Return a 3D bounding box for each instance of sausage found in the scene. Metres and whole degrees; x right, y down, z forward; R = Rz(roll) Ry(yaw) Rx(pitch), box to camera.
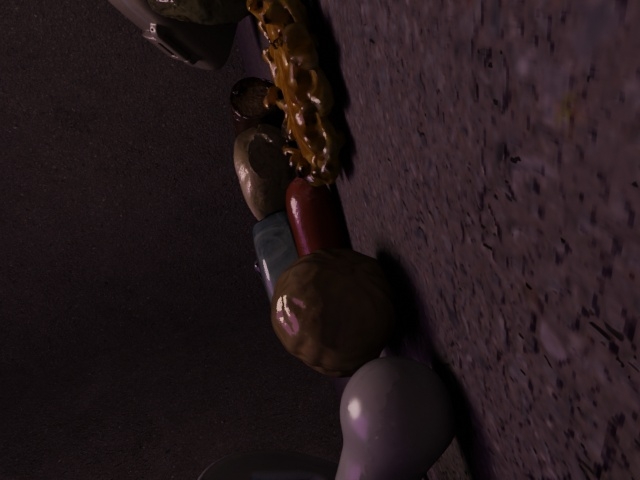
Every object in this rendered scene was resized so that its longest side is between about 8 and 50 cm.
[{"bbox_3d":[0.000,0.000,0.645,0.077,0.077,0.193,-130,26,-77],"label":"sausage"}]

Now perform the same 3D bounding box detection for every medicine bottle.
[{"bbox_3d":[-0.291,-0.533,0.963,0.375,0.123,0.281,12,-89,-77],"label":"medicine bottle"}]

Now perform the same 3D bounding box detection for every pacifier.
[{"bbox_3d":[0.046,0.204,0.358,0.300,0.244,0.232,20,96,56],"label":"pacifier"}]

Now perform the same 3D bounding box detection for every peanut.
[{"bbox_3d":[0.021,0.079,0.483,0.256,0.124,0.123,69,-177,-71],"label":"peanut"}]

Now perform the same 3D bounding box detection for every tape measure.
[{"bbox_3d":[-0.042,0.073,0.882,0.256,0.147,0.274,-157,50,-82],"label":"tape measure"}]

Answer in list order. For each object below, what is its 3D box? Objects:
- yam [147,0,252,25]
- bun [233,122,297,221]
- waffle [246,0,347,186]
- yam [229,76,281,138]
[{"bbox_3d":[-0.210,-0.494,0.719,0.300,0.195,0.195,82,170,-52],"label":"yam"},{"bbox_3d":[-0.099,-0.146,0.991,0.237,0.116,0.209,-77,-29,-71],"label":"bun"},{"bbox_3d":[-0.036,-0.183,0.530,0.280,0.060,0.261,128,126,-83],"label":"waffle"},{"bbox_3d":[-0.151,-0.276,1.119,0.279,0.131,0.130,99,155,-74],"label":"yam"}]
